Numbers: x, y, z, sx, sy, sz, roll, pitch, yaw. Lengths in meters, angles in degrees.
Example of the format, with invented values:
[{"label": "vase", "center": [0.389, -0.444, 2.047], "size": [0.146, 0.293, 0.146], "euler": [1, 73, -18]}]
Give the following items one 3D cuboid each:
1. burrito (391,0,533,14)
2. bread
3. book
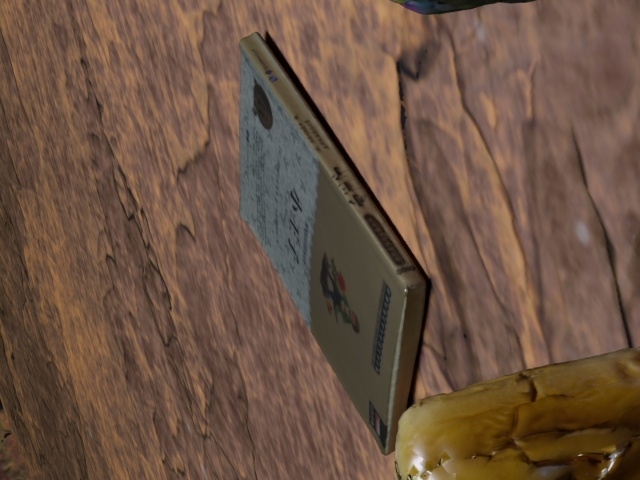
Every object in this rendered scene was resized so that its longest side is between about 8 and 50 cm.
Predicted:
[{"label": "burrito", "center": [0.004, -0.177, 0.515], "size": [0.089, 0.144, 0.229], "euler": [-29, 71, 27]}, {"label": "bread", "center": [0.079, 0.080, 0.560], "size": [0.053, 0.106, 0.072], "euler": [-134, 29, -80]}, {"label": "book", "center": [0.000, 0.000, 0.860], "size": [0.138, 0.016, 0.199], "euler": [94, 152, -47]}]
